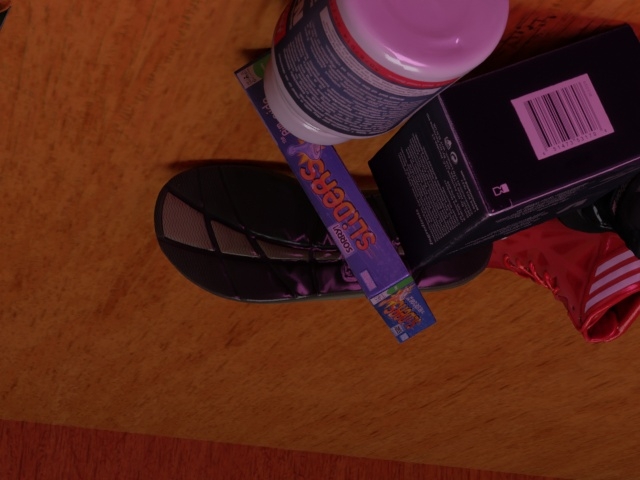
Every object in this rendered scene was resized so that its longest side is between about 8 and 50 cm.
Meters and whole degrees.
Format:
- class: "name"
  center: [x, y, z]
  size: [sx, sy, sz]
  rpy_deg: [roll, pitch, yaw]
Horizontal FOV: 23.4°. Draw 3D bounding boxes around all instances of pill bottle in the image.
- class: "pill bottle"
  center: [0.030, -0.123, 0.952]
  size: [0.108, 0.108, 0.180]
  rpy_deg: [10, 162, -19]

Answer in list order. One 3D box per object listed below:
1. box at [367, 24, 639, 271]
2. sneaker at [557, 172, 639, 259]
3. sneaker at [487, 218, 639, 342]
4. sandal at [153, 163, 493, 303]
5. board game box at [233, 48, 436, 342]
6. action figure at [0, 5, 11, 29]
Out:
- class: "box"
  center: [0.136, -0.060, 1.064]
  size: [0.156, 0.093, 0.158]
  rpy_deg: [-20, 171, -20]
- class: "sneaker"
  center: [0.245, -0.029, 1.188]
  size: [0.107, 0.124, 0.283]
  rpy_deg: [8, 163, -12]
- class: "sneaker"
  center: [0.204, 0.030, 1.390]
  size: [0.087, 0.128, 0.221]
  rpy_deg: [19, 156, -39]
- class: "sandal"
  center: [0.001, 0.002, 1.383]
  size: [0.302, 0.120, 0.086]
  rpy_deg: [5, 177, -6]
- class: "board game box"
  center: [0.013, -0.030, 1.134]
  size: [0.035, 0.201, 0.136]
  rpy_deg: [-31, 159, 2]
- class: "action figure"
  center: [-0.287, -0.095, 1.150]
  size: [0.063, 0.137, 0.232]
  rpy_deg: [33, 165, -12]
